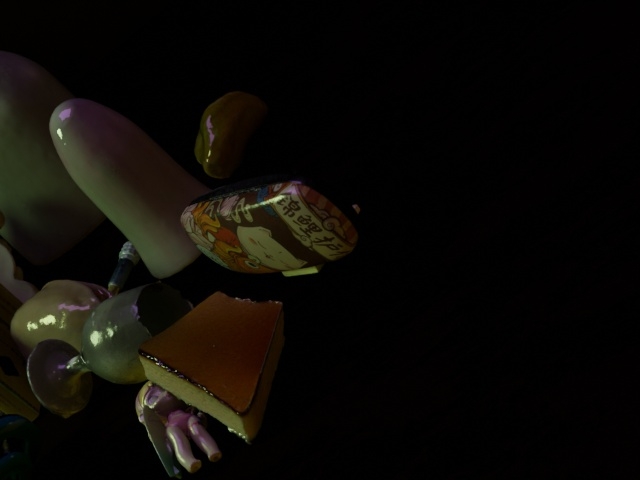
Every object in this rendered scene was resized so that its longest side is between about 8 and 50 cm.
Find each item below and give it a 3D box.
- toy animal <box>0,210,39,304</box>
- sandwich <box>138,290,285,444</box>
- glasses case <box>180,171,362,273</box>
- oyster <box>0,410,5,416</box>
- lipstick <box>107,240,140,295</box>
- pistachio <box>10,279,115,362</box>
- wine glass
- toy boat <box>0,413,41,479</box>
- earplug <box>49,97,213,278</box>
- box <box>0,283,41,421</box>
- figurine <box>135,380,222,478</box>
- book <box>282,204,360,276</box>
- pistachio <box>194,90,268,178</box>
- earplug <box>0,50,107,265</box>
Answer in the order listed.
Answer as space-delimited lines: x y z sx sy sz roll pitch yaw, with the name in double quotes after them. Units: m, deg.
-0.671 0.081 2.250 0.206 0.272 0.265 -26 -1 -29 "toy animal"
-0.093 0.134 1.374 0.162 0.058 0.193 -36 42 -29 "sandwich"
-0.069 -0.020 1.514 0.321 0.122 0.082 -10 40 54 "glasses case"
-0.537 0.363 1.738 0.252 0.087 0.199 -57 23 -1 "oyster"
-0.330 0.054 1.974 0.037 0.037 0.116 -24 35 39 "lipstick"
-0.387 0.130 1.820 0.223 0.126 0.152 -18 67 38 "pistachio"
-0.285 0.147 1.616 0.241 0.126 0.126 -29 27 31 "wine glass"
-0.461 0.370 1.562 0.092 0.134 0.299 26 65 29 "toy boat"
-0.298 -0.103 1.843 0.172 0.301 0.172 -34 24 18 "earplug"
-0.502 0.171 1.889 0.041 0.153 0.279 -39 23 11 "box"
-0.169 0.222 1.384 0.083 0.083 0.187 -46 35 -7 "figurine"
0.000 0.000 1.546 0.077 0.014 0.111 -9 40 53 "book"
-0.163 -0.188 2.026 0.100 0.110 0.189 13 52 26 "pistachio"
-0.606 -0.187 2.383 0.312 0.394 0.312 -37 22 18 "earplug"
